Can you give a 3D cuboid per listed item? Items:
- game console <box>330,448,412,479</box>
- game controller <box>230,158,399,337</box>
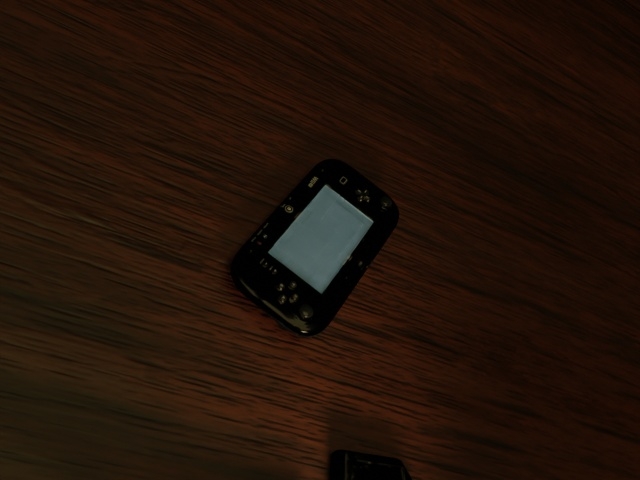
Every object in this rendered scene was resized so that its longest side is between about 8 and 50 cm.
[{"bbox_3d":[-0.025,0.362,0.781,0.361,0.044,0.213,19,56,-24],"label":"game console"},{"bbox_3d":[0.000,0.000,0.964,0.166,0.067,0.319,43,51,-6],"label":"game controller"}]
